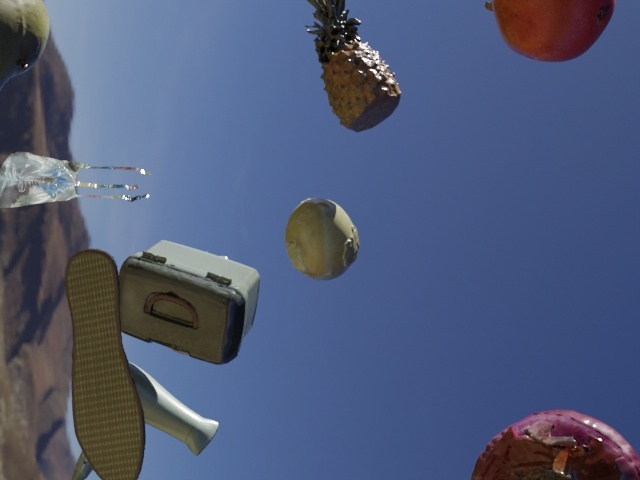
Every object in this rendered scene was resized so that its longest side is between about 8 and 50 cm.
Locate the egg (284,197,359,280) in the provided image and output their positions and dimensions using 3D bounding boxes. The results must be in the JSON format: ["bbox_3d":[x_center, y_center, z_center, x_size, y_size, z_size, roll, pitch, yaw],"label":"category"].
[{"bbox_3d":[0.003,-0.002,1.886,0.164,0.164,0.201,-117,-171,-48],"label":"egg"}]

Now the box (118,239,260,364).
[{"bbox_3d":[-0.206,0.092,1.358,0.129,0.210,0.147,-50,154,-61],"label":"box"}]

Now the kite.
[{"bbox_3d":[-0.506,-0.129,1.775,0.015,0.310,0.169,100,-15,-44],"label":"kite"}]

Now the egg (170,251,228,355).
[{"bbox_3d":[-0.273,0.169,1.839,0.271,0.207,0.161,104,-15,-46],"label":"egg"}]

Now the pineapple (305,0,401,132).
[{"bbox_3d":[0.048,-0.414,1.913,0.340,0.169,0.169,64,-26,14],"label":"pineapple"}]

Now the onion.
[{"bbox_3d":[0.470,0.515,1.706,0.285,0.348,0.347,59,15,-63],"label":"onion"}]

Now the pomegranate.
[{"bbox_3d":[0.414,-0.443,1.601,0.257,0.221,0.220,23,-64,52],"label":"pomegranate"}]

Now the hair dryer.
[{"bbox_3d":[-0.306,0.325,1.352,0.237,0.206,0.075,-53,175,-30],"label":"hair dryer"}]

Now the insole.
[{"bbox_3d":[-0.231,0.134,0.909,0.005,0.086,0.253,-5,87,-73],"label":"insole"}]

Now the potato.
[{"bbox_3d":[-0.499,-0.346,1.185,0.202,0.218,0.350,110,-37,-68],"label":"potato"}]
